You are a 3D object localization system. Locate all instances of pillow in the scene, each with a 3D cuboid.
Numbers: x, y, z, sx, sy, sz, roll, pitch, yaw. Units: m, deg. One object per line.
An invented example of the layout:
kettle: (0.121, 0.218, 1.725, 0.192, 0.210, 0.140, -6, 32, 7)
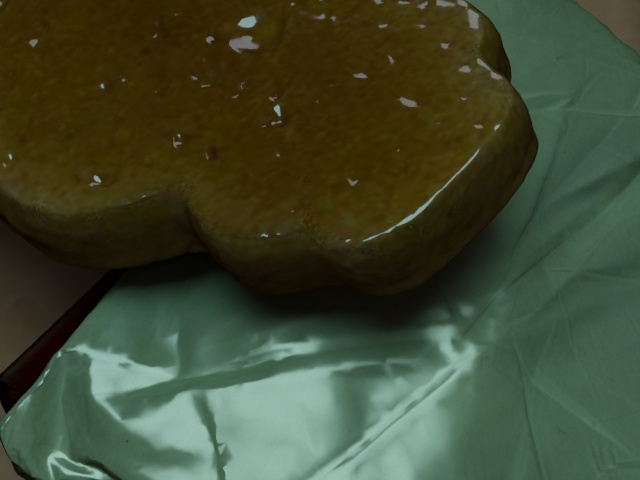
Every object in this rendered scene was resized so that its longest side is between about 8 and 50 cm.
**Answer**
pillow: (0.078, 0.044, 0.660, 0.280, 0.076, 0.274, 36, 67, 2)

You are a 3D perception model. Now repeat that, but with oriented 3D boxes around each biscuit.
biscuit: (-0.054, -0.071, 0.662, 0.186, 0.044, 0.295, -43, 53, -12)

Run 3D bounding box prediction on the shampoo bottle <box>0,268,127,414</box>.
shampoo bottle: (0.000, 0.000, 0.735, 0.102, 0.064, 0.260, 38, 67, 15)
